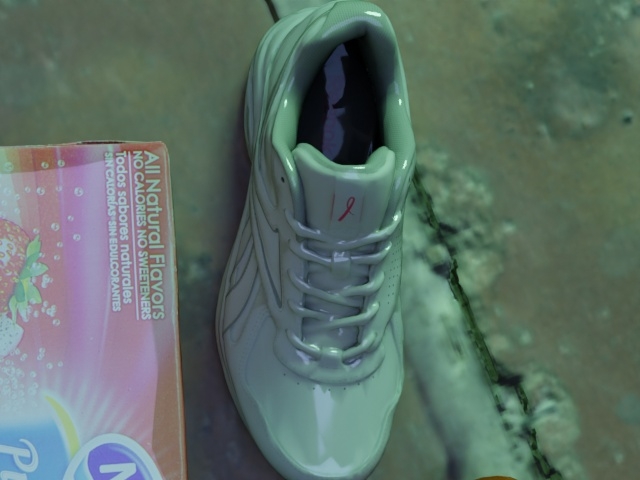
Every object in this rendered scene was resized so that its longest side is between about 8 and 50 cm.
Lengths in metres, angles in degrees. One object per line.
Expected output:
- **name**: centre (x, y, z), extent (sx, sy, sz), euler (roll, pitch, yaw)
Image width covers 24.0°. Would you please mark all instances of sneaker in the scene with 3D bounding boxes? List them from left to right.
- **sneaker**: centre (0.000, 0.000, 0.674), extent (0.090, 0.115, 0.232), euler (-1, 86, -8)

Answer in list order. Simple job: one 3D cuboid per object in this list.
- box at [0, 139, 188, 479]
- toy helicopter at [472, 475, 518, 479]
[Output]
- **box**: centre (-0.127, 0.115, 0.632), extent (0.142, 0.154, 0.300), euler (-3, 86, -8)
- **toy helicopter**: centre (0.089, 0.234, 0.547), extent (0.235, 0.355, 0.140), euler (-41, 106, -17)
